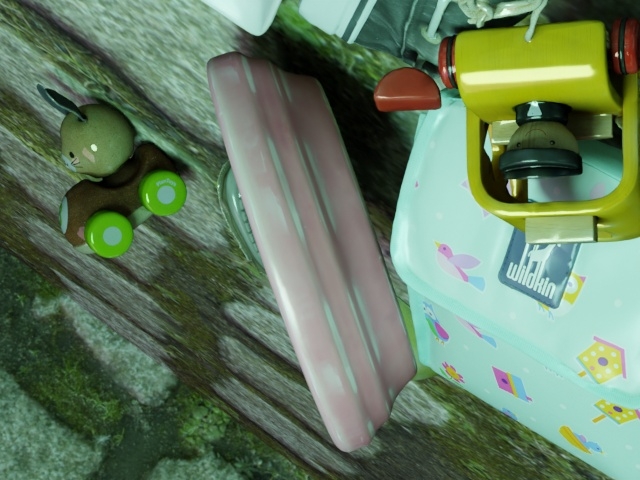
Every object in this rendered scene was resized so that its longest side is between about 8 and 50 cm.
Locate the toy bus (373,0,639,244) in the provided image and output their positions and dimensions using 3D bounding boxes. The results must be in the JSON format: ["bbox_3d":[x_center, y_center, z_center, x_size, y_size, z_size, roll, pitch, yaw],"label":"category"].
[{"bbox_3d":[0.126,-0.049,0.676,0.202,0.104,0.191,3,172,-22],"label":"toy bus"}]

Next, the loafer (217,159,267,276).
[{"bbox_3d":[-0.050,-0.006,1.318,0.087,0.094,0.251,23,156,35],"label":"loafer"}]

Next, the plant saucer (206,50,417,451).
[{"bbox_3d":[0.000,0.000,1.035,0.332,0.084,0.332,-20,-90,-90],"label":"plant saucer"}]

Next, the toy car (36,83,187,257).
[{"bbox_3d":[-0.262,-0.094,1.453,0.188,0.149,0.155,56,167,-20],"label":"toy car"}]

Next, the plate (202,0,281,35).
[{"bbox_3d":[-0.120,-0.259,0.820,0.277,0.045,0.278,34,166,-6],"label":"plate"}]

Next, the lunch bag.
[{"bbox_3d":[0.172,0.025,0.869,0.223,0.160,0.262,30,154,29],"label":"lunch bag"}]

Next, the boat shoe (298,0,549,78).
[{"bbox_3d":[0.075,-0.167,0.662,0.119,0.121,0.335,27,173,-4],"label":"boat shoe"}]

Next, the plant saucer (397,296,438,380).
[{"bbox_3d":[0.041,0.094,1.503,0.241,0.037,0.241,33,163,11],"label":"plant saucer"}]
